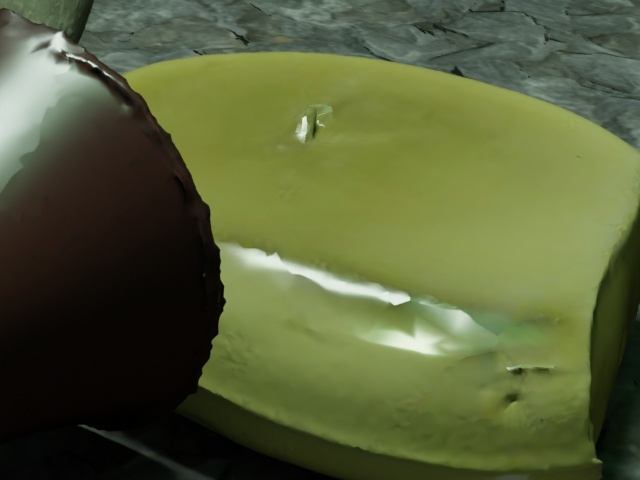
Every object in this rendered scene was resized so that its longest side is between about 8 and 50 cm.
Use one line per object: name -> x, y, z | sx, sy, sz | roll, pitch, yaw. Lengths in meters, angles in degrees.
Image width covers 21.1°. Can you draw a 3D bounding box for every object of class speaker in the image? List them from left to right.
speaker -> -0.204, 0.017, 0.591 | 0.198, 0.259, 0.329 | 9, 24, 31

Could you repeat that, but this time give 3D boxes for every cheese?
cheese -> 0.000, 0.000, 0.810 | 0.316, 0.128, 0.259 | 12, 29, 16

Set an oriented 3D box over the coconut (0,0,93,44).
coconut -> -0.213, -0.161, 1.052 | 0.162, 0.161, 0.161 | 39, 37, 16
